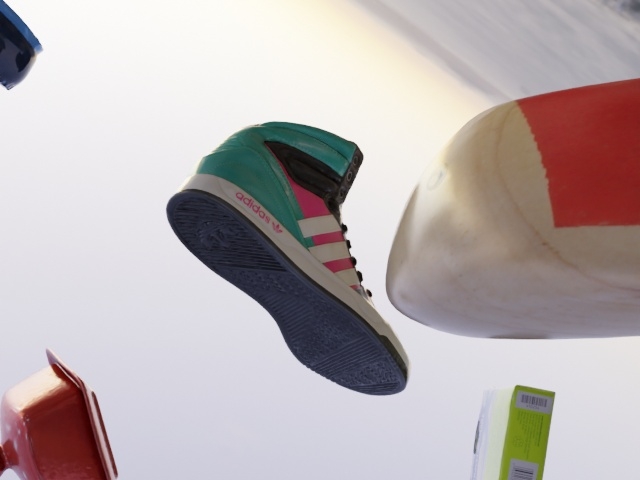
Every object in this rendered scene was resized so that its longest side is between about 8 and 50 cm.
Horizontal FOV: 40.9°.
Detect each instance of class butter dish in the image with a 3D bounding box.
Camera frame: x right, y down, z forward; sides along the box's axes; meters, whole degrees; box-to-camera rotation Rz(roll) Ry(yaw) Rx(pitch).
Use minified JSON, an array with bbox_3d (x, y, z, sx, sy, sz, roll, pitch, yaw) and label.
[{"bbox_3d":[-0.295,0.213,0.908,0.118,0.160,0.160,-18,-164,-27],"label":"butter dish"}]

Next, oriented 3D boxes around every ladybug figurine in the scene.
[{"bbox_3d":[0.266,-0.026,0.593,0.449,0.162,0.305,-4,178,2],"label":"ladybug figurine"}]

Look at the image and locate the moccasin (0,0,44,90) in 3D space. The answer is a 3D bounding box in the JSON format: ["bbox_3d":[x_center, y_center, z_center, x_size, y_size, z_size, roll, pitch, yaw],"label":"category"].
[{"bbox_3d":[-0.351,-0.189,0.553,0.342,0.117,0.137,34,171,-35],"label":"moccasin"}]

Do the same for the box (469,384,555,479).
[{"bbox_3d":[0.180,0.196,0.822,0.042,0.109,0.178,11,170,5],"label":"box"}]

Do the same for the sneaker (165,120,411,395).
[{"bbox_3d":[0.000,0.000,0.805,0.295,0.124,0.178,48,-134,-27],"label":"sneaker"}]
